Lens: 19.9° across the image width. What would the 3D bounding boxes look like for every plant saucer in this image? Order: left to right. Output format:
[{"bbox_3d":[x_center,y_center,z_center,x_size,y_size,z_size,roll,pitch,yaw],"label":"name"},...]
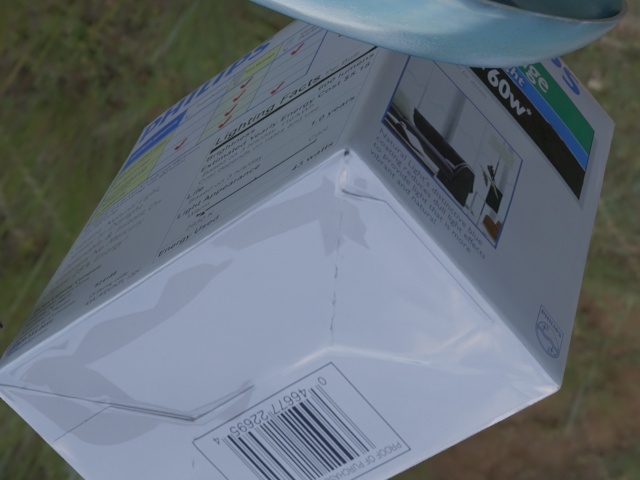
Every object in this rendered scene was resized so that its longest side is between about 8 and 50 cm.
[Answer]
[{"bbox_3d":[-0.010,-0.154,0.849,0.317,0.317,0.044,24,109,2],"label":"plant saucer"}]

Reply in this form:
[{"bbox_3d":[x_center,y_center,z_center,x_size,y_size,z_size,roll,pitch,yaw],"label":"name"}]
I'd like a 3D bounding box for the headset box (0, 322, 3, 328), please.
[{"bbox_3d":[-0.259,0.046,1.306,0.062,0.032,0.083,53,169,-8],"label":"headset box"}]

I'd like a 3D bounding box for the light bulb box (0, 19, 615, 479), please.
[{"bbox_3d":[0.000,0.000,1.362,0.358,0.361,0.225,-31,110,31],"label":"light bulb box"}]
